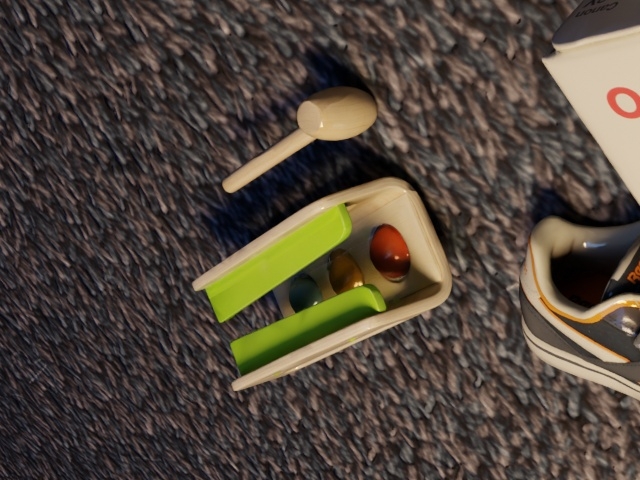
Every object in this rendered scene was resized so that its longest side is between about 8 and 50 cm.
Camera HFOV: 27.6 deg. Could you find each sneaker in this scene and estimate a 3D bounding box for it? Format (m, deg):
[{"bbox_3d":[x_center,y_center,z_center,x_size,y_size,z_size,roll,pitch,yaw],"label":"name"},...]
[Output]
[{"bbox_3d":[0.295,0.068,1.016,0.321,0.126,0.127,15,140,32],"label":"sneaker"}]

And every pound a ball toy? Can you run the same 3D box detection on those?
[{"bbox_3d":[0.000,0.000,1.246,0.319,0.135,0.208,-32,78,54],"label":"pound a ball toy"}]

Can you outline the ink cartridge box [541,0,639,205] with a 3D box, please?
[{"bbox_3d":[0.358,-0.033,0.760,0.385,0.160,0.279,51,151,-22],"label":"ink cartridge box"}]
